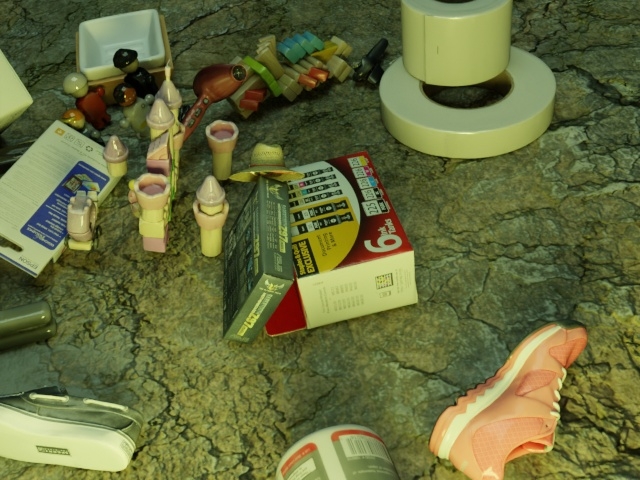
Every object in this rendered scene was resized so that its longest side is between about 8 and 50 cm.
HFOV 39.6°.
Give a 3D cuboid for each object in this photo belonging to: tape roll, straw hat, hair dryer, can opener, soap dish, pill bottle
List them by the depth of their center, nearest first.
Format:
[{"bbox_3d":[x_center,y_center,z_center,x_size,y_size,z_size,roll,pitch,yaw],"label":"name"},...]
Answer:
[{"bbox_3d":[0.053,0.389,1.124,0.161,0.161,0.283,-15,42,-9],"label":"pill bottle"},{"bbox_3d":[-0.611,0.153,1.556,0.283,0.076,0.095,-14,42,-9],"label":"can opener"},{"bbox_3d":[-0.094,-0.142,1.576,0.145,0.061,0.144,-2,-3,0],"label":"straw hat"},{"bbox_3d":[-0.251,-0.280,1.910,0.080,0.293,0.223,28,35,-30],"label":"hair dryer"},{"bbox_3d":[0.321,-0.321,1.968,0.392,0.072,0.392,-5,41,4],"label":"tape roll"},{"bbox_3d":[0.301,-0.477,1.969,0.246,0.169,0.246,-4,40,3],"label":"tape roll"},{"bbox_3d":[0.122,-0.433,2.149,0.059,0.073,0.186,-30,23,36],"label":"can opener"},{"bbox_3d":[-0.484,-0.451,2.197,0.229,0.118,0.291,-12,42,-6],"label":"soap dish"}]

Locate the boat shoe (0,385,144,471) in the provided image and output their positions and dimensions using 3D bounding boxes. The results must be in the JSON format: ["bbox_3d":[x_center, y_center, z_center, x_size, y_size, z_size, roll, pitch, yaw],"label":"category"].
[{"bbox_3d":[-0.422,0.273,1.369,0.301,0.108,0.102,6,43,11],"label":"boat shoe"}]

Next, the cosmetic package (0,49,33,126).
[{"bbox_3d":[-0.884,-0.300,1.834,0.394,0.327,0.329,-38,13,-31],"label":"cosmetic package"}]

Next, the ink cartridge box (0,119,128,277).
[{"bbox_3d":[-0.547,-0.080,1.765,0.176,0.069,0.371,31,43,-5],"label":"ink cartridge box"}]

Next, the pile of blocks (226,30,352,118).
[{"bbox_3d":[-0.064,-0.396,2.050,0.362,0.149,0.113,-28,44,-23],"label":"pile of blocks"}]

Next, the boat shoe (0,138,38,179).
[{"bbox_3d":[-0.696,-0.129,1.865,0.335,0.112,0.095,-23,39,-22],"label":"boat shoe"}]

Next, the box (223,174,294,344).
[{"bbox_3d":[-0.110,0.032,1.524,0.059,0.183,0.232,14,43,-21],"label":"box"}]

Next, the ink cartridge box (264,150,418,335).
[{"bbox_3d":[0.000,0.000,1.602,0.272,0.130,0.309,-14,41,-5],"label":"ink cartridge box"}]

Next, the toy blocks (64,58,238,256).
[{"bbox_3d":[-0.318,-0.155,1.679,0.309,0.260,0.288,4,47,-3],"label":"toy blocks"}]

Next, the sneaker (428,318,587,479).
[{"bbox_3d":[0.308,0.246,1.313,0.314,0.116,0.136,-37,59,-21],"label":"sneaker"}]

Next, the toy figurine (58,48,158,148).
[{"bbox_3d":[-0.468,-0.305,1.972,0.213,0.148,0.209,-20,41,10],"label":"toy figurine"}]
